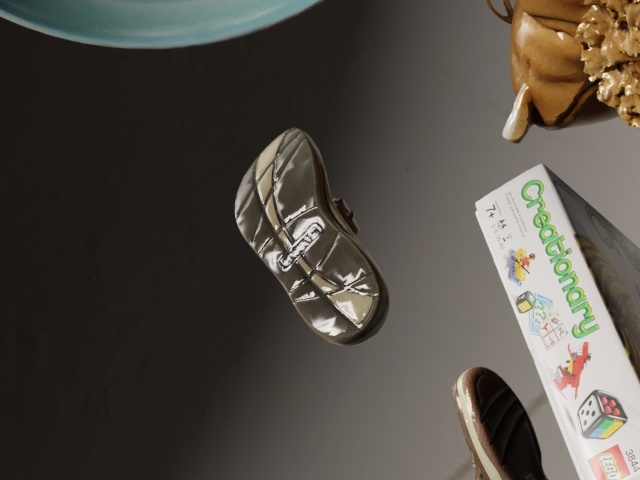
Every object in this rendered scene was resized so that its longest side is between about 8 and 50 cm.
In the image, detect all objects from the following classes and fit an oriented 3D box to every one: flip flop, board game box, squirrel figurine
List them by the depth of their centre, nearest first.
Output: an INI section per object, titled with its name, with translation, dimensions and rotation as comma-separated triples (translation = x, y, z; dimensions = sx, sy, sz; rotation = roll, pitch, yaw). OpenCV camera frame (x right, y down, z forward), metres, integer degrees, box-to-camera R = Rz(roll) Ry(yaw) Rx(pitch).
[board game box]
translation = 0.210, 0.097, 0.893
dimensions = 0.053, 0.305, 0.193
rotation = -32, 54, 20
[squirrel figurine]
translation = 0.281, -0.231, 1.443
dimensions = 0.281, 0.397, 0.370
rotation = -13, 134, -18
[flip flop]
translation = 0.000, 0.000, 1.485
dimensions = 0.112, 0.080, 0.277
rotation = -44, 49, 14

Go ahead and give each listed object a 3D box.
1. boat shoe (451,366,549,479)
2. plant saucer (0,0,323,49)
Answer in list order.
[boat shoe]
translation = 0.212, 0.278, 1.790
dimensions = 0.095, 0.095, 0.257
rotation = -27, 87, 46
[plant saucer]
translation = -0.084, -0.248, 0.724
dimensions = 0.317, 0.044, 0.318
rotation = 0, 89, -6
